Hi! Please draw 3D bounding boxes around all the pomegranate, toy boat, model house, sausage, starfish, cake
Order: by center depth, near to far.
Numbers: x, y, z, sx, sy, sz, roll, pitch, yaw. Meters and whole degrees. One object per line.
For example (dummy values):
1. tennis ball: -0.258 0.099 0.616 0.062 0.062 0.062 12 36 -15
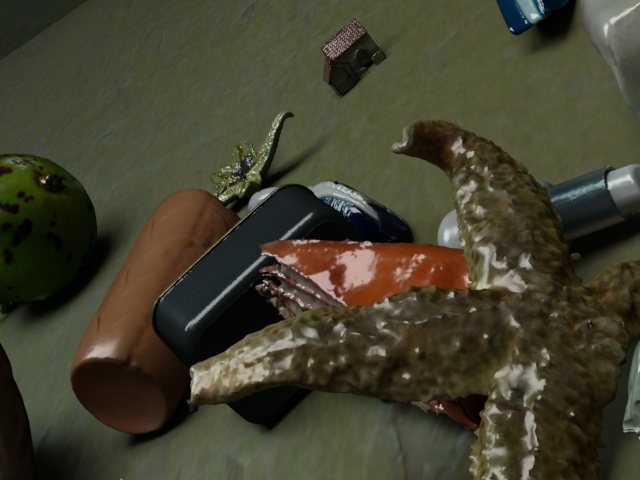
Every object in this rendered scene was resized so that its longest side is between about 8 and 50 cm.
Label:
1. starfish: 0.092 0.080 1.071 0.324 0.082 0.432 25 56 18
2. cake: 0.062 0.056 1.228 0.287 0.098 0.135 19 62 37
3. sausage: -0.162 0.063 1.580 0.121 0.121 0.304 -22 29 33
4. toy boat: 0.238 -0.316 1.716 0.062 0.096 0.299 -39 24 28
5. starfish: -0.103 -0.072 1.823 0.217 0.050 0.223 -44 12 3
6. model house: 0.032 -0.234 1.904 0.083 0.058 0.057 -40 24 -2
7. pomegranate: -0.411 0.000 1.976 0.263 0.211 0.211 -54 13 34

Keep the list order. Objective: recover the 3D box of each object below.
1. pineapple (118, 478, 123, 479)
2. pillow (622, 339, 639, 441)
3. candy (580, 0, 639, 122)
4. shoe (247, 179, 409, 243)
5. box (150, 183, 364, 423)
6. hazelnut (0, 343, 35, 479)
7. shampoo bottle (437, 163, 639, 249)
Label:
1. pineapple: -0.112 0.325 0.994 0.161 0.158 0.334 -19 30 38
2. pillow: 0.330 -0.013 0.985 0.283 0.138 0.310 -24 31 32
3. candy: 0.398 -0.253 1.304 0.358 0.145 0.208 -33 24 12
4. shoe: 0.000 0.000 1.522 0.207 0.091 0.106 -7 61 44
5. box: -0.039 0.061 1.383 0.201 0.144 0.090 -42 28 -9
6. hazelnut: -0.444 0.205 1.498 0.372 0.372 0.315 -23 -12 32
7. shampoo bottle: 0.193 -0.019 1.271 0.192 0.074 0.074 -22 29 33
